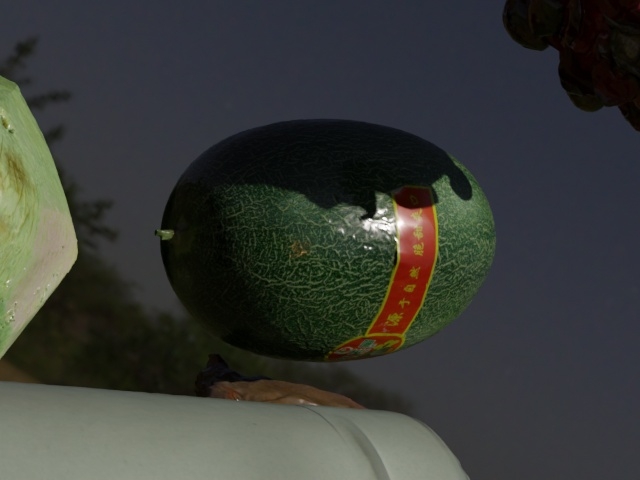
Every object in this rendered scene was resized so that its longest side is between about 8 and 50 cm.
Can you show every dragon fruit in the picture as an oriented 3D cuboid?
[{"bbox_3d":[0.215,-0.206,1.119,0.198,0.218,0.272,-3,59,-57],"label":"dragon fruit"}]

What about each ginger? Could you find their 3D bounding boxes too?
[{"bbox_3d":[0.037,0.172,1.230,0.290,0.084,0.122,27,2,-6],"label":"ginger"}]

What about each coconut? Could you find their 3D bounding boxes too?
[{"bbox_3d":[-0.376,-0.025,1.518,0.328,0.328,0.281,36,-21,-29],"label":"coconut"}]

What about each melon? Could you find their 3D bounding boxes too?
[{"bbox_3d":[0.000,0.000,1.216,0.288,0.182,0.182,0,12,-35],"label":"melon"}]

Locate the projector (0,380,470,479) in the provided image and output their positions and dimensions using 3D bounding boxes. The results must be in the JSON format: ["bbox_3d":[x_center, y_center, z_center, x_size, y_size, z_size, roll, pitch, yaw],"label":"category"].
[{"bbox_3d":[-0.118,0.084,0.417,0.338,0.108,0.108,8,6,-32],"label":"projector"}]
